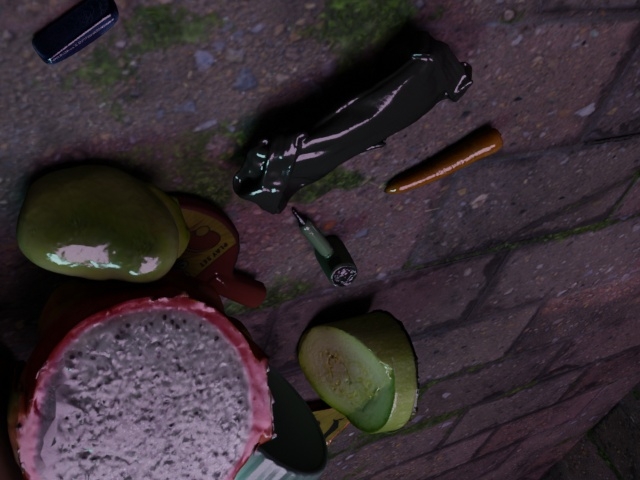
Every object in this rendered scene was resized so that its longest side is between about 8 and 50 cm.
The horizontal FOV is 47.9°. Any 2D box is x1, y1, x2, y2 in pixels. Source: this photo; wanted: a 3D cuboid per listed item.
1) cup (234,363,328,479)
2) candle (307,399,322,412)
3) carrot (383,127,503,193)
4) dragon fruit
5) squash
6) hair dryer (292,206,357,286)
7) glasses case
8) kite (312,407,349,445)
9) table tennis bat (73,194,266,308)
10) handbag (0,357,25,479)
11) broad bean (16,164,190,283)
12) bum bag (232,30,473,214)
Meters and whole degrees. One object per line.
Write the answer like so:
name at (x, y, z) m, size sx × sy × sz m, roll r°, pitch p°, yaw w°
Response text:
cup at (-0.182, 0.419, 1.178) m, size 0.401 × 0.310 × 0.392 m, roll 41°, pitch 104°, yaw -21°
candle at (-0.069, 0.355, 1.472) m, size 0.167 × 0.021 × 0.026 m, roll -5°, pitch 138°, yaw -35°
carrot at (0.178, -0.108, 1.042) m, size 0.190 × 0.037 × 0.037 m, roll -28°, pitch 147°, yaw -1°
dragon fruit at (-0.221, 0.177, 0.874) m, size 0.305 × 0.226 × 0.305 m, roll -5°, pitch 103°, yaw -24°
squash at (0.073, 0.235, 1.249) m, size 0.133 × 0.220 × 0.220 m, roll -8°, pitch 141°, yaw -35°
hair dryer at (0.000, 0.000, 1.031) m, size 0.047 × 0.071 × 0.150 m, roll -34°, pitch 131°, yaw 3°
glasses case at (-0.213, -0.185, 0.637) m, size 0.083 × 0.033 × 0.023 m, roll -34°, pitch 157°, yaw 5°
kite at (-0.057, 0.425, 1.560) m, size 0.377 × 0.013 × 0.327 m, roll -25°, pitch 149°, yaw -1°
table tennis bat at (-0.182, 0.033, 0.950) m, size 0.200 × 0.038 × 0.310 m, roll -40°, pitch 142°, yaw 18°
handbag at (-0.416, 0.229, 0.829) m, size 0.149 × 0.283 × 0.302 m, roll -22°, pitch -175°, yaw -10°
broad bean at (-0.227, -0.015, 0.772) m, size 0.174 × 0.082 × 0.124 m, roll 20°, pitch 82°, yaw -28°
bum bag at (0.037, -0.144, 0.853) m, size 0.326 × 0.080 × 0.142 m, roll -31°, pitch 154°, yaw -5°
